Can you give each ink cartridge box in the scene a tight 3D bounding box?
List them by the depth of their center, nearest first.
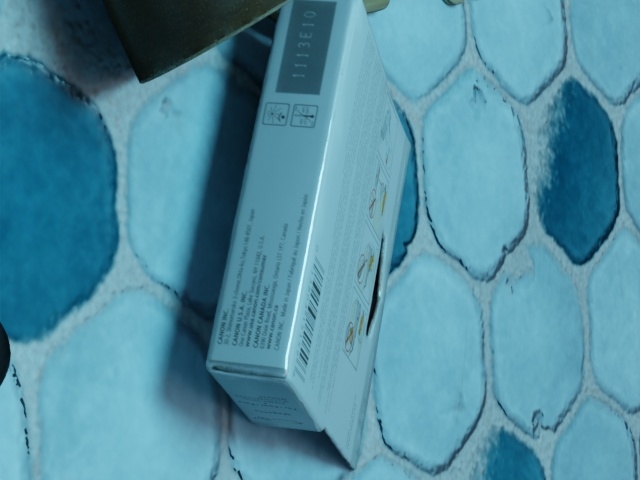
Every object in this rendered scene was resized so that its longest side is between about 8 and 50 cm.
[{"bbox_3d":[0.000,0.000,1.245,0.239,0.060,0.275,65,34,-66],"label":"ink cartridge box"}]

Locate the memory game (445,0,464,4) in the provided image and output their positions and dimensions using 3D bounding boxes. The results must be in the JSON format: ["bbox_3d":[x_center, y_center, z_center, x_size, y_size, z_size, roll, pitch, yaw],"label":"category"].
[{"bbox_3d":[0.103,-0.285,1.455,0.186,0.012,0.186,8,80,-53],"label":"memory game"}]

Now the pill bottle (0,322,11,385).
[{"bbox_3d":[-0.232,-0.007,0.858,0.123,0.122,0.219,-59,144,-39],"label":"pill bottle"}]

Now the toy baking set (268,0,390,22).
[{"bbox_3d":[-0.022,-0.240,1.269,0.256,0.030,0.197,23,62,-57],"label":"toy baking set"}]

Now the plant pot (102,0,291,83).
[{"bbox_3d":[-0.079,-0.248,1.069,0.230,0.215,0.215,58,42,-10],"label":"plant pot"}]
